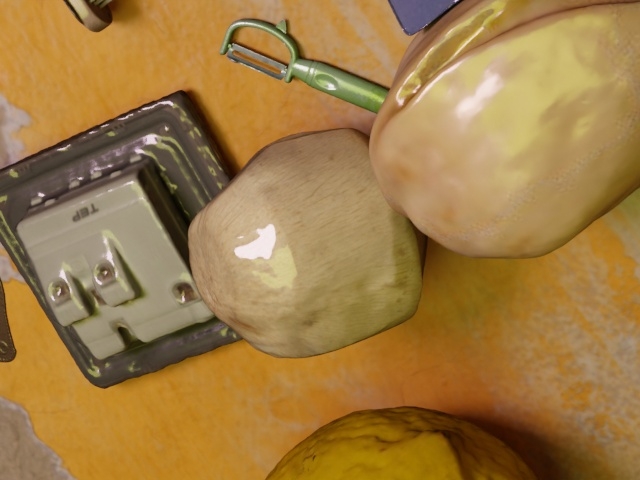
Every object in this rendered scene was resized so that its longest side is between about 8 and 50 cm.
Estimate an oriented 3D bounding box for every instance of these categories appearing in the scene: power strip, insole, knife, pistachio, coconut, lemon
[{"bbox_3d":[-0.183,0.015,1.763,0.257,0.092,0.251,-22,103,25],"label":"power strip"},{"bbox_3d":[-0.341,0.066,1.901,0.045,0.002,0.135,-1,115,22],"label":"insole"},{"bbox_3d":[0.012,-0.150,1.650,0.212,0.015,0.054,24,114,9],"label":"knife"},{"bbox_3d":[0.184,-0.117,1.480,0.321,0.238,0.229,-30,58,20],"label":"pistachio"},{"bbox_3d":[0.000,0.000,1.630,0.224,0.224,0.224,9,118,17],"label":"coconut"},{"bbox_3d":[0.069,0.317,1.696,0.336,0.336,0.336,9,118,17],"label":"lemon"}]

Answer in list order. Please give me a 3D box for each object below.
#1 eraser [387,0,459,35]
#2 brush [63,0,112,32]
[{"bbox_3d":[0.062,-0.275,1.491,0.082,0.036,0.225,-35,69,32],"label":"eraser"},{"bbox_3d":[-0.272,-0.334,1.643,0.065,0.070,0.327,-34,99,12],"label":"brush"}]
